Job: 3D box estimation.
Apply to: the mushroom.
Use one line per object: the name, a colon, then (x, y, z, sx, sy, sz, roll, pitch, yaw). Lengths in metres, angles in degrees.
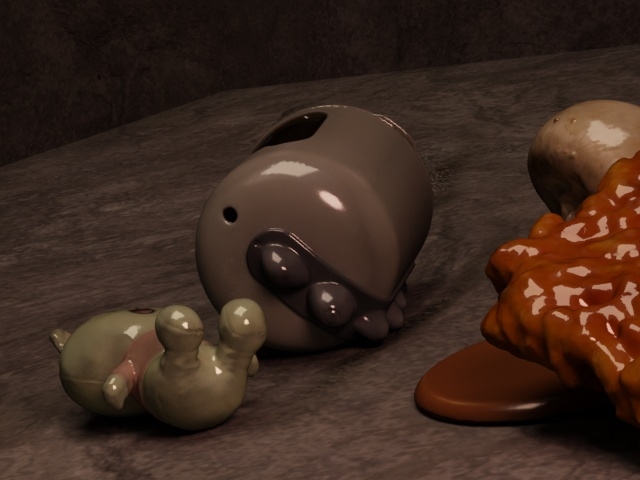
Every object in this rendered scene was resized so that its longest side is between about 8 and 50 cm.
mushroom: (0.260, -0.014, 1.842, 0.215, 0.207, 0.207, -47, 18, -7)

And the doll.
doll: (-0.154, 0.116, 1.801, 0.154, 0.113, 0.275, -9, 0, -36)

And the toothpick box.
toothpick box: (0.000, 0.000, 1.990, 0.229, 0.229, 0.316, -9, 13, 13)

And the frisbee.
frisbee: (0.201, 0.106, 1.681, 0.250, 0.021, 0.251, -12, 12, 3)

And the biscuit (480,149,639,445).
biscuit: (0.298, 0.034, 1.507, 0.318, 0.111, 0.312, -33, 34, -22)
